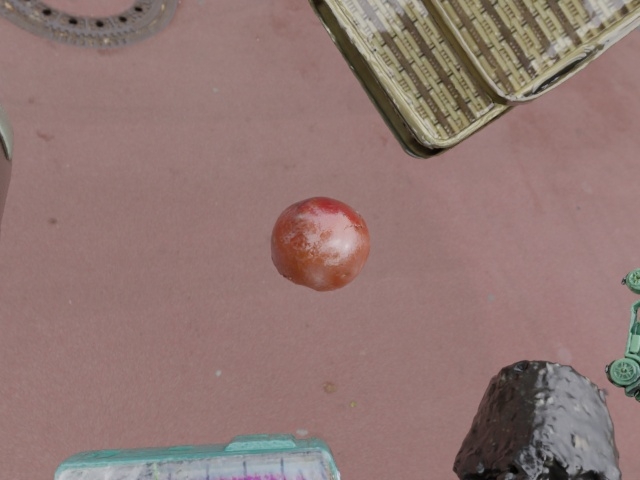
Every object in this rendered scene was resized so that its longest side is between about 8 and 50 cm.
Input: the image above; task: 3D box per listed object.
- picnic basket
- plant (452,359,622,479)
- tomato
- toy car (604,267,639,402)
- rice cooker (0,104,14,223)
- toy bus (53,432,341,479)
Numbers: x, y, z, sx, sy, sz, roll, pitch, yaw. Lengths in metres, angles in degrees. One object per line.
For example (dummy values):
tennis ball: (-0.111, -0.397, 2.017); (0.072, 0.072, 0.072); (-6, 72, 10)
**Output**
picnic basket: (0.156, -0.239, 0.465); (0.228, 0.313, 0.175); (57, 14, -1)
plant: (0.254, 0.310, 0.654); (0.194, 0.181, 0.320); (31, 48, -3)
tomato: (0.000, 0.000, 1.120); (0.208, 0.184, 0.208); (18, 18, -6)
toy car: (0.345, 0.100, 0.552); (0.073, 0.054, 0.143); (34, 67, -24)
rice cooker: (-0.532, -0.070, 0.598); (0.335, 0.335, 0.325); (-6, 31, -25)
toy bus: (-0.106, 0.240, 0.492); (0.262, 0.091, 0.109); (-2, 79, -5)
